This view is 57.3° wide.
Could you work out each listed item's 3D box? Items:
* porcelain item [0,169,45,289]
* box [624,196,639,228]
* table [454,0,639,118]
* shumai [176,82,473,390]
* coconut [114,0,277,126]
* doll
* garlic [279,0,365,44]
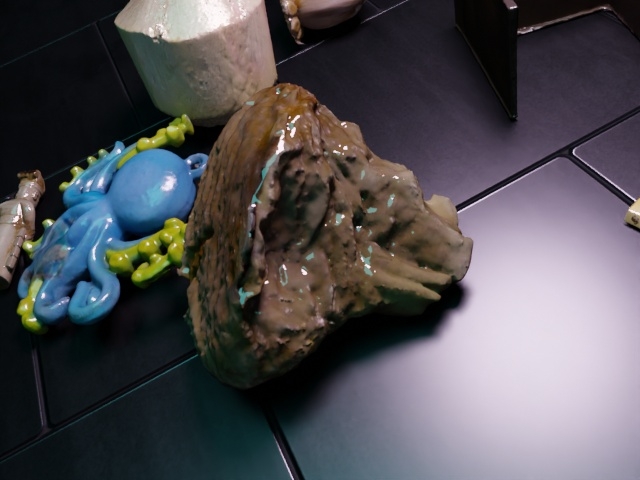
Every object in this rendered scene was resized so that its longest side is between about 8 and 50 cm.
[{"bbox_3d":[-0.488,-0.022,0.926,0.084,0.054,0.213,-4,51,11],"label":"porcelain item"},{"bbox_3d":[0.434,-0.056,0.689,0.149,0.020,0.073,-41,52,-16],"label":"box"},{"bbox_3d":[0.348,-0.364,0.853,0.251,0.196,0.282,-13,50,5],"label":"table"},{"bbox_3d":[0.002,0.001,0.689,0.217,0.283,0.345,-16,69,58],"label":"shumai"},{"bbox_3d":[-0.196,-0.331,0.953,0.239,0.244,0.239,-9,42,8],"label":"coconut"},{"bbox_3d":[-0.294,-0.017,0.851,0.341,0.099,0.346,-36,45,3],"label":"doll"},{"bbox_3d":[0.010,-0.439,1.045,0.207,0.207,0.257,-36,49,-13],"label":"garlic"}]
